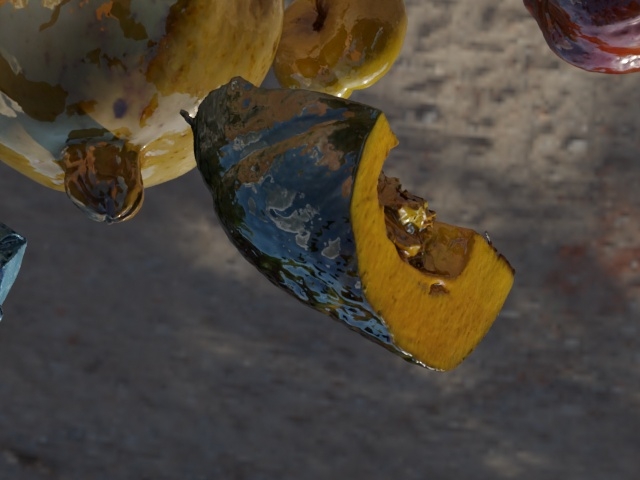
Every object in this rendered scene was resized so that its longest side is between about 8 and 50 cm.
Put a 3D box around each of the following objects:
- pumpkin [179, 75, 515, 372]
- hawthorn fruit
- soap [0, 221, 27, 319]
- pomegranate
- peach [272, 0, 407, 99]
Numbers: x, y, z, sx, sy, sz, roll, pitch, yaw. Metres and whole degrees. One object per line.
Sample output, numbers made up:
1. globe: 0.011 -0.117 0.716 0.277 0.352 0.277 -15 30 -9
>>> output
1. pumpkin: 0.000 0.005 1.058 0.163 0.111 0.278 8 161 32
2. hawthorn fruit: 0.316 -0.280 1.496 0.271 0.242 0.242 -13 155 -5
3. soap: -0.405 0.002 1.461 0.293 0.156 0.077 33 -163 7
4. pomegranate: -0.226 -0.204 1.621 0.410 0.410 0.410 5 155 3
5. peach: 0.020 -0.237 1.871 0.179 0.179 0.103 -17 137 41
